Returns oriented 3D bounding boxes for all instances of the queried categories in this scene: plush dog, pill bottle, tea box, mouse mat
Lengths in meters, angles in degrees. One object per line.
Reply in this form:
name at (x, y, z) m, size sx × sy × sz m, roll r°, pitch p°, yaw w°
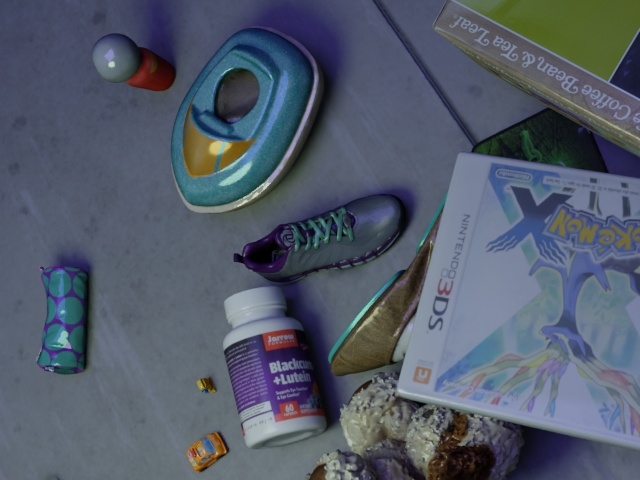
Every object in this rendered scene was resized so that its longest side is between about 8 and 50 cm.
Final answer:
plush dog at (0.137, 0.264, 1.690) m, size 0.225 × 0.262 × 0.210 m, roll -31°, pitch 102°, yaw 30°
pill bottle at (-0.065, 0.162, 1.852) m, size 0.108 × 0.108 × 0.193 m, roll -22°, pitch 73°, yaw 23°
tea box at (0.366, -0.279, 1.632) m, size 0.329 × 0.220 × 0.323 m, roll 35°, pitch 97°, yaw 28°
mouse mat at (0.278, -0.064, 1.767) m, size 0.153 × 0.007 × 0.189 m, roll -27°, pitch 71°, yaw 22°

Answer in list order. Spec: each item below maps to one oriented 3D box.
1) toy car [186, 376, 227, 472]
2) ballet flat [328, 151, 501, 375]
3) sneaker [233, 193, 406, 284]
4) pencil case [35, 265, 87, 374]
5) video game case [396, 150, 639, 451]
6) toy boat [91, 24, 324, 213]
toy car at (-0.166, 0.247, 1.931) m, size 0.060 × 0.040 × 0.122 m, roll -20°, pitch 74°, yaw 24°
ballet flat at (0.148, 0.056, 1.766) m, size 0.124 × 0.116 × 0.342 m, roll 38°, pitch 97°, yaw 17°
sneaker at (0.000, 0.000, 1.850) m, size 0.224 × 0.098 × 0.083 m, roll -25°, pitch 71°, yaw 22°
pencil case at (-0.367, 0.113, 2.044) m, size 0.070 × 0.064 × 0.151 m, roll 2°, pitch 81°, yaw 3°
video game case at (0.276, 0.064, 1.615) m, size 0.329 × 0.036 × 0.299 m, roll 11°, pitch 77°, yaw 22°
toy boat at (-0.163, -0.186, 1.937) m, size 0.318 × 0.148 × 0.267 m, roll 30°, pitch 96°, yaw 28°
